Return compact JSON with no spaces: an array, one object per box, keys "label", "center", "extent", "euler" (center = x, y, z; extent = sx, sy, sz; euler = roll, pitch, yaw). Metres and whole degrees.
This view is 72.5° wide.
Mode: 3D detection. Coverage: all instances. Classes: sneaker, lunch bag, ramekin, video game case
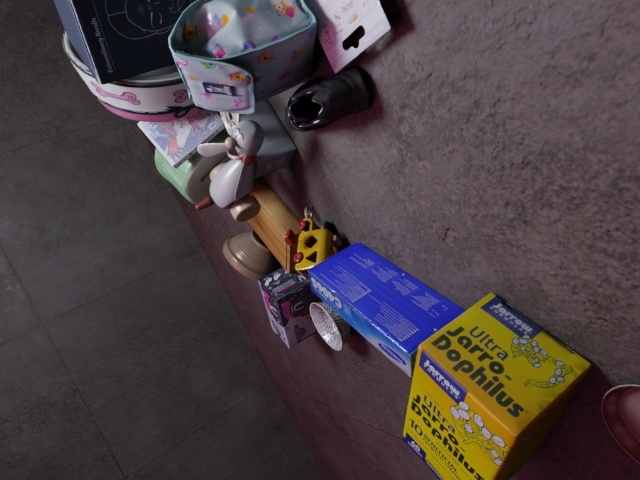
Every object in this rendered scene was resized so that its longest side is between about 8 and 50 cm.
[{"label":"sneaker","center":[-0.024,-0.279,0.907],"extent":[0.286,0.130,0.109],"euler":[3,120,64]},{"label":"lunch bag","center":[-0.150,-0.361,0.847],"extent":[0.160,0.262,0.223],"euler":[61,173,3]},{"label":"ramekin","center":[-0.332,-0.248,1.340],"extent":[0.148,0.303,0.303],"euler":[49,153,21]},{"label":"video game case","center":[-0.382,-0.318,1.195],"extent":[0.201,0.183,0.023],"euler":[46,175,23]}]

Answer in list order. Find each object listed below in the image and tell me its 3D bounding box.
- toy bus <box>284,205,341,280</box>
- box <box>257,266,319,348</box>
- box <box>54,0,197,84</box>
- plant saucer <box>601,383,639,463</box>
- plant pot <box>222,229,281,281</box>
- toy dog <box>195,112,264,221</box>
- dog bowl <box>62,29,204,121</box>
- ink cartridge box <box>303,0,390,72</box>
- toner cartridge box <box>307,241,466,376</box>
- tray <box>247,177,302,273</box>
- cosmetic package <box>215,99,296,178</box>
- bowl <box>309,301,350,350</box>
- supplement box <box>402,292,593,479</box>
[{"label":"toy bus","center":[0.001,0.013,1.174],"extent":[0.104,0.191,0.202],"euler":[-10,104,26]},{"label":"box","center":[-0.100,0.229,1.544],"extent":[0.142,0.163,0.247],"euler":[37,146,46]},{"label":"box","center":[-0.372,-0.574,0.962],"extent":[0.212,0.395,0.293],"euler":[49,152,25]},{"label":"plant saucer","center":[0.482,0.266,0.600],"extent":[0.168,0.029,0.168],"euler":[45,151,35]},{"label":"plant pot","center":[-0.230,0.039,1.604],"extent":[0.237,0.237,0.110],"euler":[48,113,28]},{"label":"toy dog","center":[-0.245,-0.169,1.115],"extent":[0.220,0.161,0.334],"euler":[44,148,31]},{"label":"dog bowl","center":[-0.437,-0.479,1.158],"extent":[0.408,0.408,0.150],"euler":[50,153,25]},{"label":"ink cartridge box","center":[0.032,-0.435,0.738],"extent":[0.232,0.066,0.189],"euler":[58,157,-12]},{"label":"toner cartridge box","center":[0.136,0.135,0.982],"extent":[0.348,0.165,0.075],"euler":[36,146,45]},{"label":"tray","center":[-0.195,-0.093,1.507],"extent":[0.411,0.076,0.203],"euler":[49,153,29]},{"label":"cosmetic package","center":[-0.183,-0.306,1.197],"extent":[0.238,0.127,0.107],"euler":[59,154,10]},{"label":"bowl","center":[0.046,0.255,1.384],"extent":[0.170,0.080,0.170],"euler":[45,151,34]},{"label":"supplement box","center":[0.298,0.310,0.806],"extent":[0.194,0.195,0.356],"euler":[41,148,39]}]
